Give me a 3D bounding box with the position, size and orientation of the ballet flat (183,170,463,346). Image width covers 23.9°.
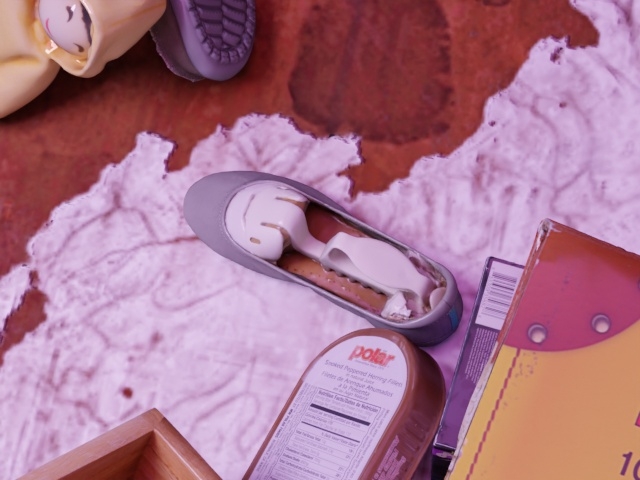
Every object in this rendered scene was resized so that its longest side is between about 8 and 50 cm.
[{"bbox_3d":[0.000,0.000,1.009,0.213,0.068,0.072,27,75,14],"label":"ballet flat"}]

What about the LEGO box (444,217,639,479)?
[{"bbox_3d":[0.306,0.203,0.736,0.500,0.372,0.193,21,80,12],"label":"LEGO box"}]

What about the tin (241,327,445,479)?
[{"bbox_3d":[0.007,0.140,0.946,0.106,0.040,0.190,14,68,45],"label":"tin"}]

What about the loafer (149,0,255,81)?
[{"bbox_3d":[-0.126,-0.215,1.100,0.087,0.094,0.251,-33,68,30],"label":"loafer"}]

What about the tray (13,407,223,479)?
[{"bbox_3d":[-0.038,0.287,0.779,0.411,0.076,0.202,44,43,21],"label":"tray"}]

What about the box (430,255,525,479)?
[{"bbox_3d":[0.095,0.089,0.918,0.029,0.162,0.116,16,73,7],"label":"box"}]

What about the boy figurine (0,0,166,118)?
[{"bbox_3d":[-0.241,-0.157,1.048,0.285,0.177,0.092,12,28,21],"label":"boy figurine"}]
